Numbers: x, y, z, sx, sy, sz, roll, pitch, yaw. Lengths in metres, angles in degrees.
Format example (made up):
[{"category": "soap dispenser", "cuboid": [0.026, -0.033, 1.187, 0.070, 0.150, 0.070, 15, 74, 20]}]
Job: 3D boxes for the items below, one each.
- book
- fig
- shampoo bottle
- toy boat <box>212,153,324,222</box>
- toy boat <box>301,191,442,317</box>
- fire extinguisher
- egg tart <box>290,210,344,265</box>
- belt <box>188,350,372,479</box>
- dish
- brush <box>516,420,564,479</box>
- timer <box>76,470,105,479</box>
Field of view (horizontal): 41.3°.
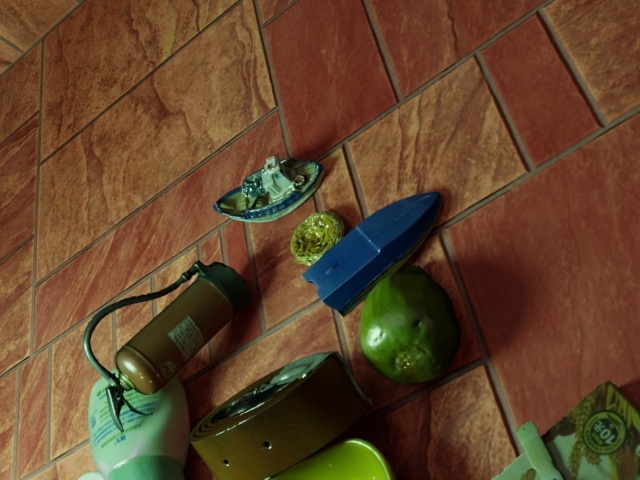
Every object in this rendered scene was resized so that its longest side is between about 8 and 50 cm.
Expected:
[{"category": "book", "cuboid": [0.330, 0.434, 1.152, 0.428, 0.039, 0.300, -46, 44, 10]}, {"category": "fig", "cuboid": [0.143, 0.124, 1.420, 0.167, 0.167, 0.233, -25, 57, 28]}, {"category": "shampoo bottle", "cuboid": [-0.351, 0.418, 1.684, 0.222, 0.151, 0.349, -29, 47, 9]}, {"category": "toy boat", "cuboid": [-0.117, -0.115, 1.825, 0.262, 0.115, 0.114, -28, 49, 27]}, {"category": "toy boat", "cuboid": [0.113, 0.011, 1.577, 0.295, 0.088, 0.129, -41, 43, -1]}, {"category": "fire extinguisher", "cuboid": [-0.322, 0.179, 1.689, 0.376, 0.200, 0.113, -46, -3, -28]}, {"category": "egg tart", "cuboid": [0.000, 0.000, 1.703, 0.129, 0.049, 0.128, -22, 48, 26]}, {"category": "belt", "cuboid": [-0.071, 0.308, 1.458, 0.339, 0.122, 0.217, -31, 5, 32]}, {"category": "dish", "cuboid": [0.033, 0.447, 1.358, 0.262, 0.108, 0.221, -21, 53, 30]}, {"category": "brush", "cuboid": [0.315, 0.328, 1.184, 0.033, 0.030, 0.178, -47, 40, 23]}, {"category": "timer", "cuboid": [-0.476, 0.615, 1.721, 0.262, 0.087, 0.237, -45, 45, 11]}]
